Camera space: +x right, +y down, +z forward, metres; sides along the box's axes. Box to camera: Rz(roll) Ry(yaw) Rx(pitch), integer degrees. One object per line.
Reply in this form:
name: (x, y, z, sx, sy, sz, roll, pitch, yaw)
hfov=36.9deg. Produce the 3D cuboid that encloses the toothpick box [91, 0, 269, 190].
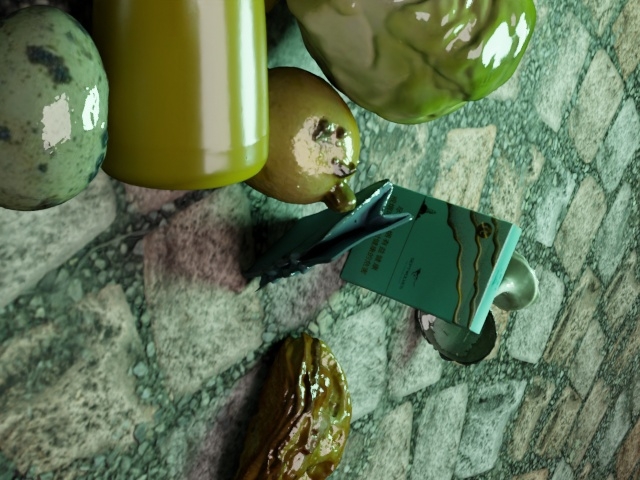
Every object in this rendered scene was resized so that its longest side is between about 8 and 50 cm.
toothpick box: (-0.135, -0.198, 0.926, 0.175, 0.175, 0.271, -22, 121, -47)

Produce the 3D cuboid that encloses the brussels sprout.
brussels sprout: (0.110, -0.270, 1.087, 0.316, 0.243, 0.273, -30, 118, -34)

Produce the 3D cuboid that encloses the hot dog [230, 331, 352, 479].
hot dog: (-0.032, 0.265, 1.357, 0.175, 0.114, 0.259, 21, 90, -56)

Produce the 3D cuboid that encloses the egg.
egg: (-0.252, -0.114, 0.836, 0.141, 0.141, 0.181, -6, 115, -52)

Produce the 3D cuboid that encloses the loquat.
loquat: (-0.028, -0.113, 1.100, 0.149, 0.204, 0.172, -44, 165, 5)

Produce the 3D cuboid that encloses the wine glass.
wine glass: (0.290, 0.108, 1.694, 0.232, 0.156, 0.156, -27, 128, -51)

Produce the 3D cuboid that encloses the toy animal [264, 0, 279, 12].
toy animal: (-0.076, -0.281, 1.058, 0.159, 0.070, 0.083, -33, 130, -47)

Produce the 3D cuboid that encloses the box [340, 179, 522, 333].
box: (0.155, 0.020, 1.380, 0.041, 0.229, 0.162, 26, 85, -56)

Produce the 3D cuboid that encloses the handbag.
handbag: (0.000, 0.000, 1.190, 0.144, 0.221, 0.057, -35, 98, -30)
